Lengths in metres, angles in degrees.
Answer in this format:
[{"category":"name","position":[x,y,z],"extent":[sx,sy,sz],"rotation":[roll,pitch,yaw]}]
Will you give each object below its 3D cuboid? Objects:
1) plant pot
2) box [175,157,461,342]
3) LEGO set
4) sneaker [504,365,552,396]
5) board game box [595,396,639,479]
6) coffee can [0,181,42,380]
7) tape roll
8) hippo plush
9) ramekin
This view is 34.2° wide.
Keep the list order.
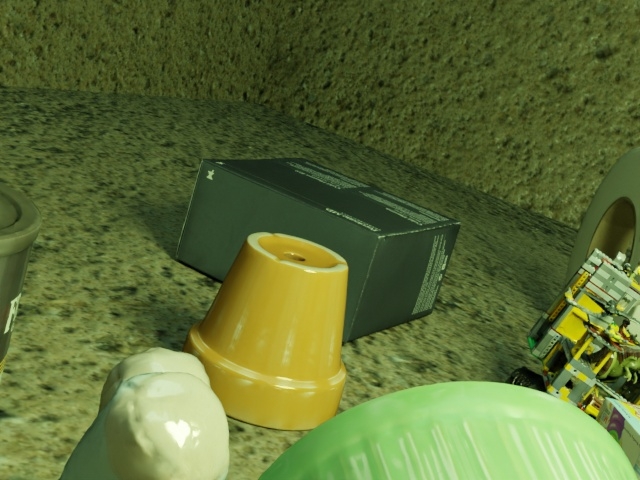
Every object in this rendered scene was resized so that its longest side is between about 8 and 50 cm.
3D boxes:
[{"category":"plant pot","position":[-0.052,0.099,1.266],"extent":[0.205,0.188,0.205],"rotation":[16,14,-4]},{"category":"box","position":[0.000,0.000,1.712],"extent":[0.343,0.179,0.312],"rotation":[24,15,27]},{"category":"LEGO set","position":[0.419,0.140,1.381],"extent":[0.255,0.192,0.331],"rotation":[37,13,7]},{"category":"sneaker","position":[0.282,0.225,1.420],"extent":[0.118,0.083,0.222],"rotation":[22,5,35]},{"category":"board game box","position":[0.449,0.297,1.186],"extent":[0.275,0.142,0.144],"rotation":[14,15,-11]},{"category":"coffee can","position":[-0.346,0.088,0.801],"extent":[0.201,0.275,0.201],"rotation":[16,15,-4]},{"category":"tape roll","position":[0.513,0.034,1.743],"extent":[0.072,0.392,0.392],"rotation":[15,15,-4]},{"category":"hippo plush","position":[-0.184,0.185,0.630],"extent":[0.236,0.234,0.294],"rotation":[0,-4,-14]},{"category":"ramekin","position":[0.091,0.255,0.657],"extent":[0.303,0.303,0.148],"rotation":[13,23,-16]}]
